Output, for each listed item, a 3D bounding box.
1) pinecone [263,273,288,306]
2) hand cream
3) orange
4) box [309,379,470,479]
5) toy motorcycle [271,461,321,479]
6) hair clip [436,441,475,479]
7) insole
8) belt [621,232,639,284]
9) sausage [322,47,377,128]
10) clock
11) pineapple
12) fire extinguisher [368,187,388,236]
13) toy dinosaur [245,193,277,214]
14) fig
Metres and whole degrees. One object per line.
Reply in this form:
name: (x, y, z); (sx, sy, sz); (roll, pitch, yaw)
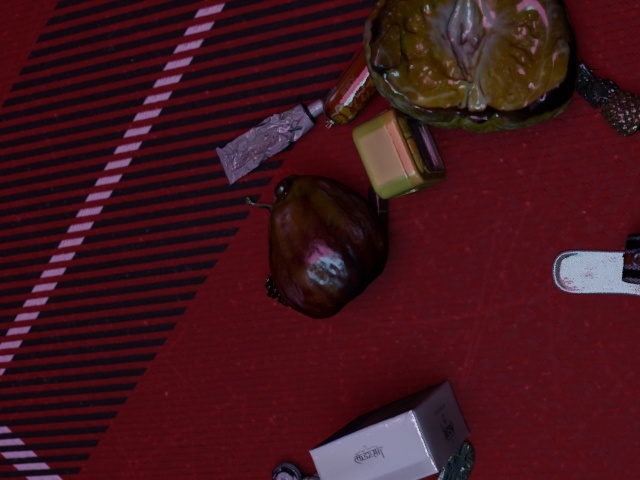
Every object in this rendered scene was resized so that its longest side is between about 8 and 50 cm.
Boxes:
pinecone: (-0.067, 0.090, 1.738); (0.083, 0.077, 0.077); (44, 113, 54)
hand cream: (-0.096, -0.200, 1.740); (0.256, 0.050, 0.084); (-27, 88, 23)
orange: (0.243, -0.315, 1.503); (0.368, 0.210, 0.271); (3, 88, -6)
box: (0.130, 0.355, 1.585); (0.203, 0.274, 0.116); (-25, 83, 20)
toy motorcycle: (0.000, 0.528, 1.755); (0.228, 0.074, 0.151); (17, 103, 16)
hair clip: (0.226, 0.477, 1.635); (0.036, 0.066, 0.229); (-3, 56, 50)
insole: (0.565, 0.053, 1.545); (0.322, 0.007, 0.109); (0, 94, 19)
belt: (0.673, 0.044, 1.438); (0.359, 0.126, 0.094); (4, 95, 18)
sausage: (0.089, -0.311, 1.650); (0.083, 0.083, 0.264); (43, 109, 11)
clock: (0.142, -0.152, 1.573); (0.096, 0.202, 0.143); (-26, 87, 20)
pineapple: (0.483, -0.246, 1.517); (0.159, 0.074, 0.074); (44, 107, 16)
fire extinguisher: (0.107, -0.033, 1.684); (0.056, 0.039, 0.132); (5, 98, 52)
toy dinosaur: (-0.068, -0.048, 1.749); (0.180, 0.037, 0.058); (39, 130, 20)
fig: (0.008, 0.009, 1.625); (0.223, 0.224, 0.263); (-7, 82, 20)
